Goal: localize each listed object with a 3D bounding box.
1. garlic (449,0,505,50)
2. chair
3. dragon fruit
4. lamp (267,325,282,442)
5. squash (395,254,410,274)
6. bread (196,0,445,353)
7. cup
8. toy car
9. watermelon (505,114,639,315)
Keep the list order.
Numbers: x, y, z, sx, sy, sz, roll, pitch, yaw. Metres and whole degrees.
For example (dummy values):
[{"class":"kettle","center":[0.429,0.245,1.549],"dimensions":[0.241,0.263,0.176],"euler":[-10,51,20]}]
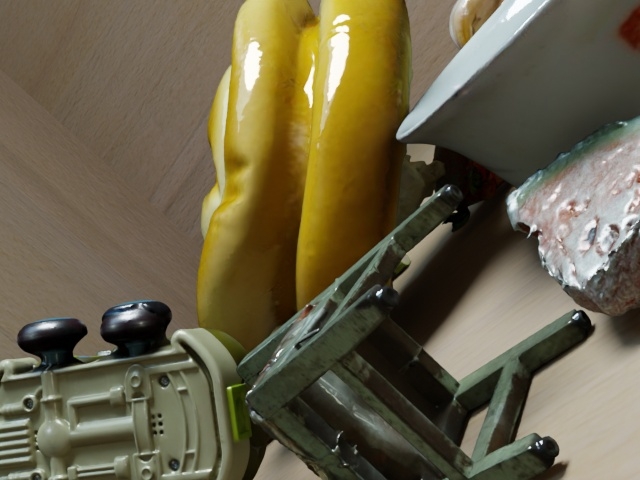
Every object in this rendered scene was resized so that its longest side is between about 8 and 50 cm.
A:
[{"class":"garlic","center":[0.313,-0.315,1.268],"dimensions":[0.207,0.207,0.256],"euler":[-49,3,-7]},{"class":"chair","center":[0.026,0.108,0.544],"dimensions":[0.270,0.136,0.147],"euler":[-42,6,39]},{"class":"dragon fruit","center":[0.197,-0.110,0.989],"dimensions":[0.175,0.142,0.138],"euler":[-27,39,-7]},{"class":"lamp","center":[-0.049,0.154,1.148],"dimensions":[0.090,0.089,0.325],"euler":[-46,6,29]},{"class":"squash","center":[0.088,0.048,1.141],"dimensions":[0.083,0.027,0.027],"euler":[-44,6,31]},{"class":"bread","center":[0.000,-0.075,0.919],"dimensions":[0.329,0.245,0.424],"euler":[16,-102,-71]},{"class":"cup","center":[0.236,-0.160,0.672],"dimensions":[0.347,0.163,0.347],"euler":[-47,5,6]},{"class":"toy car","center":[-0.160,0.165,0.757],"dimensions":[0.247,0.204,0.198],"euler":[-11,-8,17]},{"class":"watermelon","center":[0.185,-0.005,0.500],"dimensions":[0.187,0.071,0.139],"euler":[-26,28,56]}]
